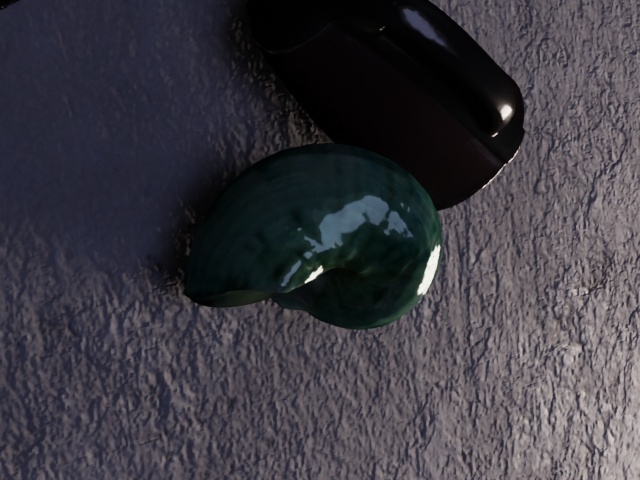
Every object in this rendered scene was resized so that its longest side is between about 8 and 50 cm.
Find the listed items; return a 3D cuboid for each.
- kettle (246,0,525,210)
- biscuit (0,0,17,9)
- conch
[{"bbox_3d":[0.059,-0.133,1.443,0.232,0.202,0.144,37,78,-41],"label":"kettle"},{"bbox_3d":[-0.284,-0.248,1.202,0.151,0.063,0.235,-38,111,-33],"label":"biscuit"},{"bbox_3d":[0.001,-0.002,1.451,0.202,0.196,0.134,34,53,-64],"label":"conch"}]
